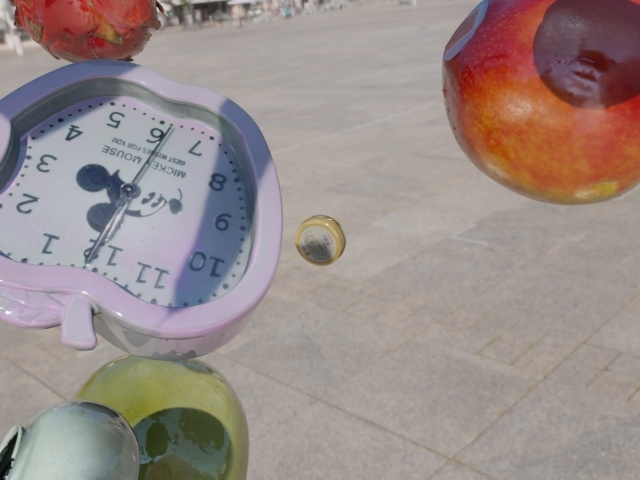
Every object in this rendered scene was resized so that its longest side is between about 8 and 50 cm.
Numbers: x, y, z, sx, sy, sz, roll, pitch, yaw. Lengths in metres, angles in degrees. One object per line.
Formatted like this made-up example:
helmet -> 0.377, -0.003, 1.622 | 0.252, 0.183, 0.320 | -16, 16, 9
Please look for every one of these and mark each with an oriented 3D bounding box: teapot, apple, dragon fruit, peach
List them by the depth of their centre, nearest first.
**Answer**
teapot -> -0.272, 0.255, 0.690 | 0.129, 0.193, 0.294 | 29, -23, -26
peach -> 0.375, -0.238, 1.064 | 0.388, 0.388, 0.388 | -5, 20, 2
apple -> -0.291, 0.375, 1.180 | 0.357, 0.357, 0.357 | -5, 20, 2
dragon fruit -> -0.410, -0.420, 1.190 | 0.241, 0.252, 0.241 | -34, 27, 20

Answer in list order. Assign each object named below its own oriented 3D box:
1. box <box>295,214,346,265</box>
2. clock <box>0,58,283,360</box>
box -> 0.000, 0.000, 1.400 | 0.105, 0.105, 0.037 | 2, 24, 21
clock -> -0.203, -0.026, 0.711 | 0.338, 0.102, 0.338 | 8, 59, -13
